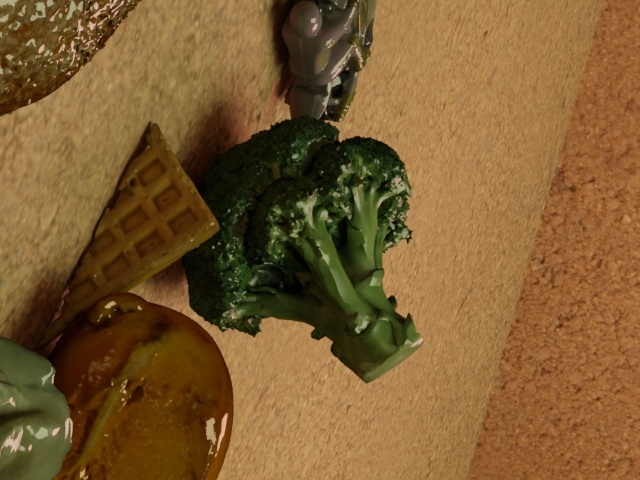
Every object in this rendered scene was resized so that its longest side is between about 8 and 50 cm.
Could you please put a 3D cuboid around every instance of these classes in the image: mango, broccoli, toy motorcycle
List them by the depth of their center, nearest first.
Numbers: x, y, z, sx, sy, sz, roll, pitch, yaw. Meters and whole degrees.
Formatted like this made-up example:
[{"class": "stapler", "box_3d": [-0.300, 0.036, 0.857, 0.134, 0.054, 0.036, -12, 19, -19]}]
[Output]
[{"class": "mango", "box_3d": [-0.183, 0.212, 1.544, 0.199, 0.201, 0.350, -8, 136, -35]}, {"class": "broccoli", "box_3d": [-0.002, 0.013, 1.712, 0.270, 0.270, 0.270, -33, 160, -14]}, {"class": "toy motorcycle", "box_3d": [0.008, -0.213, 1.787, 0.152, 0.073, 0.225, -35, 141, -57]}]

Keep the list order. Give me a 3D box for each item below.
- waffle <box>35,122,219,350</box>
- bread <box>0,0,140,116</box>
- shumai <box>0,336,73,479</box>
[{"class": "waffle", "box_3d": [-0.193, -0.003, 1.552, 0.191, 0.125, 0.032, -32, 160, -2]}, {"class": "bread", "box_3d": [-0.192, -0.212, 1.013, 0.305, 0.159, 0.305, -21, 118, -46]}, {"class": "shumai", "box_3d": [-0.286, 0.161, 1.111, 0.330, 0.292, 0.288, 45, 57, -49]}]
